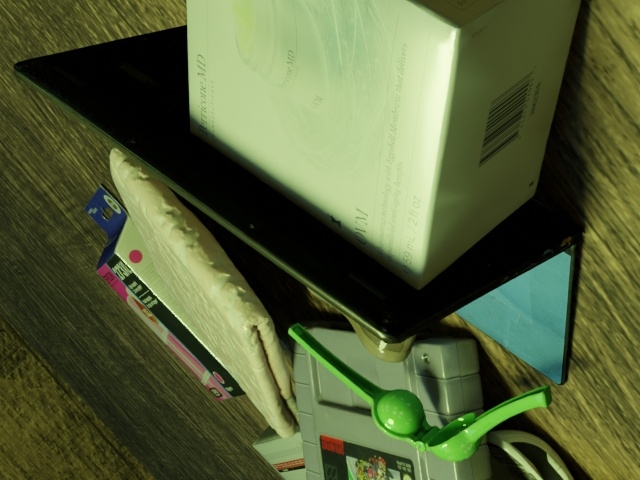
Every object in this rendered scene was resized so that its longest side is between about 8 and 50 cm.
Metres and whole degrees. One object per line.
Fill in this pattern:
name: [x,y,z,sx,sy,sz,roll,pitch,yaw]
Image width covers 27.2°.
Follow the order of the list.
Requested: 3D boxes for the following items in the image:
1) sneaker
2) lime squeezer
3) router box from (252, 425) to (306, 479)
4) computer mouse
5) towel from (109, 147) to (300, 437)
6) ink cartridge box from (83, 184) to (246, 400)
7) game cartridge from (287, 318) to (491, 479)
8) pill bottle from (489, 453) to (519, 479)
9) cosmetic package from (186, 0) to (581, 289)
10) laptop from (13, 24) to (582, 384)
sneaker: [0.045,0.046,1.377,0.188,0.066,0.071,46,124,39]
lime squeezer: [0.092,0.160,1.285,0.310,0.059,0.110,12,142,41]
router box: [0.066,0.361,1.893,0.301,0.082,0.335,46,160,-3]
computer mouse: [0.252,0.255,1.392,0.193,0.042,0.106,43,165,-11]
towel: [-0.140,0.068,1.690,0.332,0.053,0.317,48,165,32]
ink cartridge box: [-0.234,0.086,1.984,0.371,0.069,0.176,49,160,-4]
game cartridge: [0.068,0.212,1.480,0.355,0.068,0.230,0,93,63]
pill bottle: [0.172,0.306,1.542,0.108,0.108,0.193,40,159,14]
cosmetic package: [0.032,-0.130,0.873,0.224,0.138,0.224,36,145,27]
laptop: [0.000,0.000,1.124,0.382,0.408,0.236,34,124,25]
